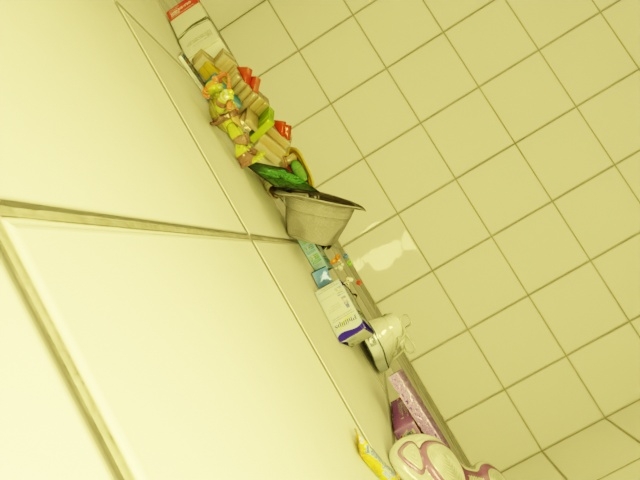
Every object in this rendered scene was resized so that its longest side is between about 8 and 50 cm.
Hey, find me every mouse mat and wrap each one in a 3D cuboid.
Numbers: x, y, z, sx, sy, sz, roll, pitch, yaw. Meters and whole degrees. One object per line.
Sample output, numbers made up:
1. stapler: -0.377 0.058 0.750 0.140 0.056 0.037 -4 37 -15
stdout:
1. mouse mat: -0.104 -0.167 1.085 0.152 0.007 0.189 38 20 30

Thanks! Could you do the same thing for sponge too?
1. sponge: 0.235 0.407 0.986 0.210 0.031 0.117 58 6 19

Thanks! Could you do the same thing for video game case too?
1. video game case: -0.335 -0.442 1.112 0.122 0.011 0.087 56 6 -33

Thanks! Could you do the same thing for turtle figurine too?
1. turtle figurine: -0.208 -0.275 0.948 0.218 0.087 0.269 62 -5 -18

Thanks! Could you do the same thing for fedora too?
1. fedora: -0.012 -0.059 1.099 0.275 0.243 0.125 -140 -120 -68

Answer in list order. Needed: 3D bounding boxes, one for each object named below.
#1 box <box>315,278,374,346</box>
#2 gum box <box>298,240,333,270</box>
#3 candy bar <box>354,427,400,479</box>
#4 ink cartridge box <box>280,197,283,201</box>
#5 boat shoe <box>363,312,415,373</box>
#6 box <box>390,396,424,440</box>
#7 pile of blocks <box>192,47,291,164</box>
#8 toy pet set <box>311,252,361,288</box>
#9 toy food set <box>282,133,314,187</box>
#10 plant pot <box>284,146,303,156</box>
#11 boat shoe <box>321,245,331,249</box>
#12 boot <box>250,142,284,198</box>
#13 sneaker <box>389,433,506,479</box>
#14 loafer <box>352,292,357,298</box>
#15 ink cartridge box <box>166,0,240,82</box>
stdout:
1. box: 0.061 0.179 1.015 0.137 0.072 0.126 62 6 24
2. gum box: -0.029 0.015 1.278 0.185 0.041 0.157 59 5 7
3. candy bar: 0.089 0.343 0.636 0.162 0.018 0.040 55 6 -30
4. ink cartridge box: -0.140 -0.201 1.397 0.123 0.052 0.089 64 6 36
5. boat shoe: 0.203 0.280 1.215 0.136 0.156 0.367 61 -3 28
6. box: 0.273 0.548 1.020 0.294 0.057 0.201 59 6 5
7. pile of blocks: -0.199 -0.382 1.128 0.362 0.112 0.149 48 24 -10
8. toy pet set: 0.035 0.079 1.119 0.122 0.114 0.065 -117 -177 -46
9. toy food set: -0.100 -0.245 1.435 0.218 0.071 0.128 64 -21 7
10. plant pot: -0.142 -0.295 1.612 0.134 0.134 0.095 60 31 6
11. boat shoe: 0.000 0.000 1.595 0.233 0.083 0.079 66 33 -72
12. boot: -0.139 -0.198 1.244 0.165 0.077 0.213 59 12 14
13. sneaker: 0.233 0.480 0.808 0.305 0.152 0.114 33 31 -22
14. loafer: 0.116 0.213 1.560 0.045 0.039 0.125 60 5 6
15. ink cartridge box: -0.342 -0.581 1.279 0.273 0.114 0.197 61 4 31
